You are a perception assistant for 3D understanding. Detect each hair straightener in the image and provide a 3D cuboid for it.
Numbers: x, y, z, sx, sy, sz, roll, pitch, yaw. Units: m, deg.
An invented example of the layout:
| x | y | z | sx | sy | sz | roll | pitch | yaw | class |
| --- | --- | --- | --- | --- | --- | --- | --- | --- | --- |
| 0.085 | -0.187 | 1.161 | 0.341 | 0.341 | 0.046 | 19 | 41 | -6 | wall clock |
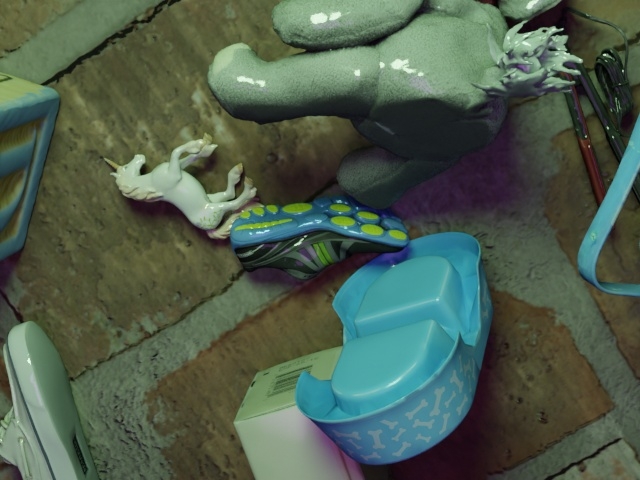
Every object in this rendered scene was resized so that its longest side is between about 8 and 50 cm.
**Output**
| x | y | z | sx | sy | sz | roll | pitch | yaw | class |
| --- | --- | --- | --- | --- | --- | --- | --- | --- | --- |
| 0.296 | -0.130 | 1.128 | 0.089 | 0.047 | 0.230 | -19 | 96 | 11 | hair straightener |

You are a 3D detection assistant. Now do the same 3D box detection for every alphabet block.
| x | y | z | sx | sy | sz | roll | pitch | yaw | class |
| --- | --- | --- | --- | --- | --- | --- | --- | --- | --- |
| -0.408 | -0.086 | 1.143 | 0.197 | 0.192 | 0.193 | 19 | 103 | 3 | alphabet block |

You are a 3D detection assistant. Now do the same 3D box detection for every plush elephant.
| x | y | z | sx | sy | sz | roll | pitch | yaw | class |
| --- | --- | --- | --- | --- | --- | --- | --- | --- | --- |
| 0.092 | -0.216 | 1.037 | 0.330 | 0.255 | 0.272 | -15 | 148 | 42 | plush elephant |

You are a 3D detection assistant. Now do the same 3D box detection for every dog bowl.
| x | y | z | sx | sy | sz | roll | pitch | yaw | class |
| --- | --- | --- | --- | --- | --- | --- | --- | --- | --- |
| 0.083 | 0.101 | 1.085 | 0.166 | 0.297 | 0.074 | -18 | 115 | 26 | dog bowl |

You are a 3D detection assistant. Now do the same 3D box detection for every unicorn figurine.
| x | y | z | sx | sy | sz | roll | pitch | yaw | class |
| --- | --- | --- | --- | --- | --- | --- | --- | --- | --- |
| -0.144 | -0.061 | 1.182 | 0.111 | 0.060 | 0.162 | -42 | 95 | 13 | unicorn figurine |

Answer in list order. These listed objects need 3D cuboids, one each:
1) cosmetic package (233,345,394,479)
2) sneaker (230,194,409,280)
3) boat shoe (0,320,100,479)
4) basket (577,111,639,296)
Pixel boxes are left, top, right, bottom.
| x | y | z | sx | sy | sz | roll | pitch | yaw | class |
| --- | --- | --- | --- | --- | --- | --- | --- | --- | --- |
| 0.021 | 0.289 | 1.196 | 0.113 | 0.160 | 0.309 | -19 | 101 | 10 | cosmetic package |
| 0.000 | 0.000 | 1.186 | 0.188 | 0.067 | 0.078 | -4 | 130 | 3 | sneaker |
| -0.319 | 0.223 | 1.259 | 0.088 | 0.096 | 0.267 | -13 | 110 | 5 | boat shoe |
| 0.387 | -0.056 | 1.019 | 0.289 | 0.201 | 0.254 | 11 | 108 | -25 | basket |
